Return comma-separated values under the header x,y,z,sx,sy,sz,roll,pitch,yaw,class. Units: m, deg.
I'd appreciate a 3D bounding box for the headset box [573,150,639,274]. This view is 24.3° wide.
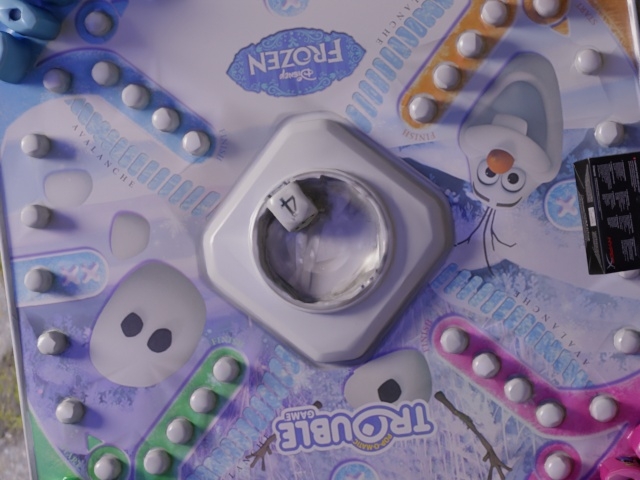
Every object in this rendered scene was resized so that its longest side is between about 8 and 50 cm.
x,y,z,sx,sy,sz,roll,pitch,yaw,class
0.181,-0.018,0.784,0.032,0.083,0.062,166,95,-83,headset box

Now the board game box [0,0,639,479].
x,y,z,sx,sy,sz,roll,pitch,yaw,class
0.000,0.000,0.849,0.390,0.050,0.390,-8,88,7,board game box
